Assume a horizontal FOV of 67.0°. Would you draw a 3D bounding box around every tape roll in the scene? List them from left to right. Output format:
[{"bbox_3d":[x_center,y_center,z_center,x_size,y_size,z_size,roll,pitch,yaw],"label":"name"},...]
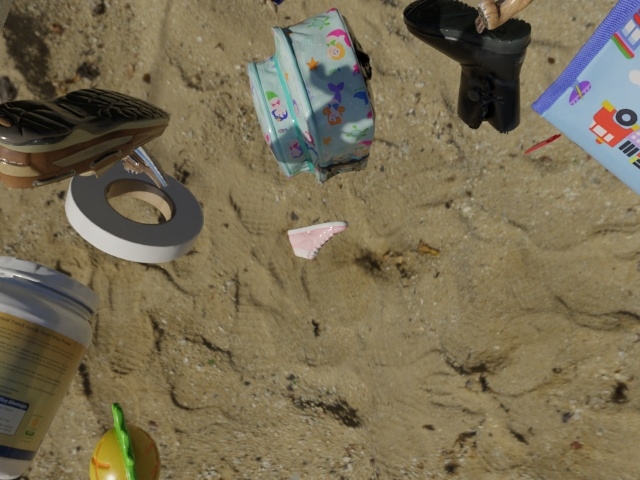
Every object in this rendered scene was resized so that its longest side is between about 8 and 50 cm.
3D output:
[{"bbox_3d":[-0.541,-0.095,1.435,0.391,0.072,0.392,23,32,-16],"label":"tape roll"}]

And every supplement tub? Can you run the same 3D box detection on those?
[{"bbox_3d":[-0.537,0.208,0.816,0.228,0.228,0.316,11,63,11],"label":"supplement tub"}]

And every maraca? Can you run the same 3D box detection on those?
[{"bbox_3d":[-0.292,0.326,0.722,0.099,0.186,0.127,-13,39,-33],"label":"maraca"}]

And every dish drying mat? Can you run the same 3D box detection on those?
[{"bbox_3d":[0.399,-0.174,0.873,0.032,0.083,0.008,-33,90,-3],"label":"dish drying mat"}]

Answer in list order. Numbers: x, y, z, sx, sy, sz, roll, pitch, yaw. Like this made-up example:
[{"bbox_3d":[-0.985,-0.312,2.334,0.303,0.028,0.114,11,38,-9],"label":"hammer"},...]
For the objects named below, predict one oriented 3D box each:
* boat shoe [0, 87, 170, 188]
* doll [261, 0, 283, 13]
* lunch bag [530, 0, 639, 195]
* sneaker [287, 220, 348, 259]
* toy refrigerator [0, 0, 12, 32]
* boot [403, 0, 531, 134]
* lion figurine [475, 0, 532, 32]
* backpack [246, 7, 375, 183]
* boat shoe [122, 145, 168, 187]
[{"bbox_3d":[-0.386,-0.168,0.794,0.122,0.120,0.324,31,29,13],"label":"boat shoe"},{"bbox_3d":[-0.024,-0.449,0.764,0.189,0.129,0.046,-34,77,21],"label":"doll"},{"bbox_3d":[0.287,-0.111,0.237,0.221,0.293,0.138,44,79,10],"label":"lunch bag"},{"bbox_3d":[0.000,0.000,0.988,0.134,0.051,0.070,-11,90,23],"label":"sneaker"},{"bbox_3d":[-0.506,-0.282,0.637,0.094,0.102,0.270,-14,60,15],"label":"toy refrigerator"},{"bbox_3d":[0.260,-0.314,0.889,0.246,0.207,0.094,33,66,30],"label":"boot"},{"bbox_3d":[0.218,-0.401,0.448,0.240,0.392,0.142,-28,58,10],"label":"lion figurine"},{"bbox_3d":[-0.006,-0.216,0.750,0.191,0.253,0.225,-17,85,-5],"label":"backpack"},{"bbox_3d":[-0.438,-0.194,1.152,0.066,0.183,0.066,-34,22,-1],"label":"boat shoe"}]
